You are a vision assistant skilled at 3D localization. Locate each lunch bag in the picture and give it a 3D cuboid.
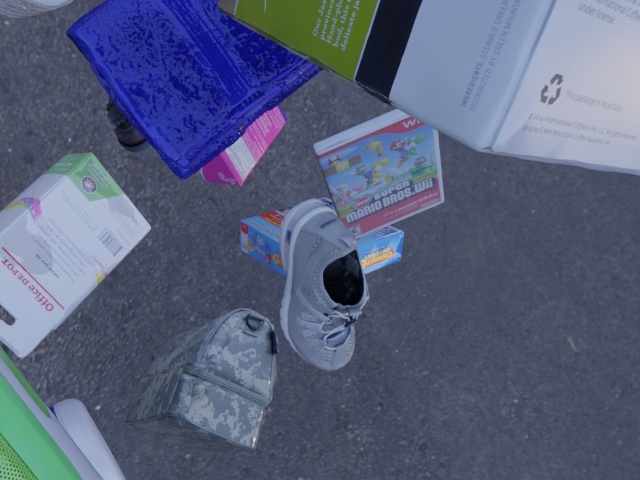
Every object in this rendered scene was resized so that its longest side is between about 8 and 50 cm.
[{"bbox_3d":[-0.229,0.282,1.336,0.212,0.305,0.256,28,60,-25],"label":"lunch bag"}]

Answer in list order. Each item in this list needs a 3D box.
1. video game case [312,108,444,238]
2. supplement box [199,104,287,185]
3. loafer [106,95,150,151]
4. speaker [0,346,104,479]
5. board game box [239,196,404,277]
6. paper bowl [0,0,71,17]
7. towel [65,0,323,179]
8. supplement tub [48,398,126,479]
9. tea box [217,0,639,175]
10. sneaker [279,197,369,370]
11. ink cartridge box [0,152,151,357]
[{"bbox_3d":[0.112,-0.112,1.140,0.204,0.285,0.025,-23,58,1],"label":"video game case"},{"bbox_3d":[-0.188,-0.241,1.473,0.220,0.111,0.114,-58,140,-29],"label":"supplement box"},{"bbox_3d":[-0.297,-0.230,1.015,0.095,0.109,0.302,50,6,-33],"label":"loafer"},{"bbox_3d":[-0.212,0.088,0.312,0.131,0.131,0.297,-45,120,-38],"label":"speaker"},{"bbox_3d":[0.000,0.000,1.689,0.301,0.086,0.308,-18,31,-37],"label":"board game box"},{"bbox_3d":[-0.530,-0.553,1.156,0.284,0.148,0.285,-5,90,-67],"label":"paper bowl"},{"bbox_3d":[-0.122,-0.251,0.815,0.308,0.076,0.228,-40,113,-9],"label":"towel"},{"bbox_3d":[-0.431,0.399,0.890,0.331,0.241,0.241,-28,82,-23],"label":"supplement tub"},{"bbox_3d":[0.154,-0.211,0.509,0.328,0.220,0.323,1,29,-39],"label":"tea box"},{"bbox_3d":[0.010,0.087,0.876,0.105,0.281,0.115,-30,43,-23],"label":"sneaker"},{"bbox_3d":[-0.522,0.022,1.243,0.353,0.119,0.207,-52,128,-29],"label":"ink cartridge box"}]
